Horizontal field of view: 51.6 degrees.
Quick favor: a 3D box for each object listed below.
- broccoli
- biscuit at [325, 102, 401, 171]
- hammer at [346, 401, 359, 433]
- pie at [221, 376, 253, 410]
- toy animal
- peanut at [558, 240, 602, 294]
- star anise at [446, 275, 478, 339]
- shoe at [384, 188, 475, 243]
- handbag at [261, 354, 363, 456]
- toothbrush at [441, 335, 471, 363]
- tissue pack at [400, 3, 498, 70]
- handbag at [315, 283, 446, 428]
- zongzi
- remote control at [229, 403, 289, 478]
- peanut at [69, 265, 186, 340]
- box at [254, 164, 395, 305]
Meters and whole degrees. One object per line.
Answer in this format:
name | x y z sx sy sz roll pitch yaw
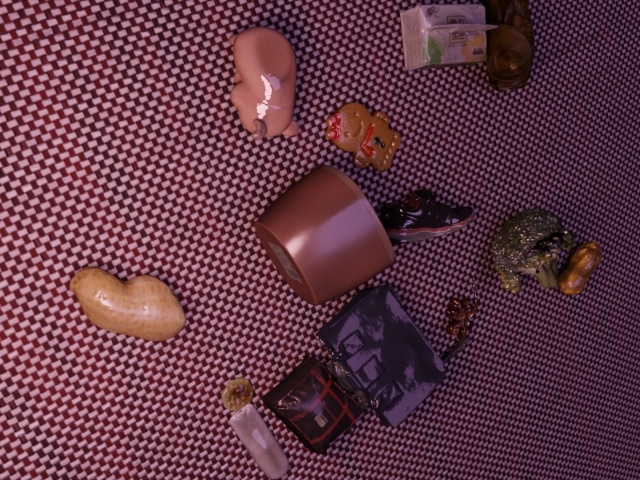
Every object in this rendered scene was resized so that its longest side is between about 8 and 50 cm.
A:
broccoli | 0.638 0.050 1.952 0.243 0.247 0.262 50 48 -31
biscuit | 0.114 -0.275 1.722 0.226 0.036 0.165 32 80 -29
hammer | 0.144 0.390 1.801 0.058 0.029 0.292 42 77 -21
pie | -0.202 0.374 1.609 0.085 0.020 0.084 -3 96 -31
toy animal | -0.125 -0.356 1.503 0.167 0.154 0.250 -14 105 -37
peanut | 0.853 0.090 2.172 0.087 0.087 0.206 44 75 -27
star anise | 0.420 0.197 1.937 0.098 0.070 0.190 6 90 -29
shoe | 0.285 -0.073 1.807 0.291 0.114 0.136 -11 95 -26
handbag | -0.016 0.407 1.645 0.169 0.155 0.215 -48 113 -23
toothbrush | 0.334 0.370 1.924 0.297 0.030 0.030 -36 102 -22
tissue pack | 0.348 -0.547 1.768 0.230 0.145 0.159 -12 102 -29
handbag | 0.147 0.308 1.735 0.269 0.118 0.325 -38 98 -22
zongzi | 0.515 -0.566 1.810 0.288 0.134 0.285 -14 99 -73
remote control | -0.144 0.506 1.642 0.073 0.044 0.229 -35 114 -17
peanut | -0.406 0.135 1.409 0.253 0.122 0.137 15 78 -27
box | 0.000 0.000 1.553 0.216 0.301 0.300 -37 113 -14
